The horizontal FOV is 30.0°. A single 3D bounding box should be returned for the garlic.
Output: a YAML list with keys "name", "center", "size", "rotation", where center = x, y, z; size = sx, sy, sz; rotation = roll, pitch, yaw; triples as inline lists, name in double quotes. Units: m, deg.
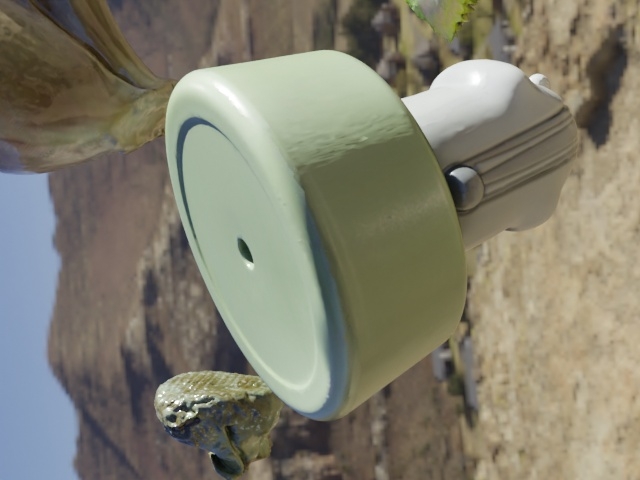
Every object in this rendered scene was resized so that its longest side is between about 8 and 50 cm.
- name: "garlic"
  center: [-0.320, -0.227, 1.191]
  size: [0.231, 0.246, 0.340]
  rotation: [-31, -73, -55]

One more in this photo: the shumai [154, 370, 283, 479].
- name: "shumai"
  center: [-0.147, 0.265, 1.690]
  size: [0.184, 0.184, 0.142]
  rotation: [-132, 39, -79]

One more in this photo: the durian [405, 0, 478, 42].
- name: "durian"
  center: [0.075, -0.369, 1.137]
  size: [0.352, 0.169, 0.158]
  rotation: [59, -172, 23]

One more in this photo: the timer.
- name: "timer"
  center: [0.071, -0.046, 0.982]
  size: [0.291, 0.315, 0.291]
  rotation: [49, 152, 37]
